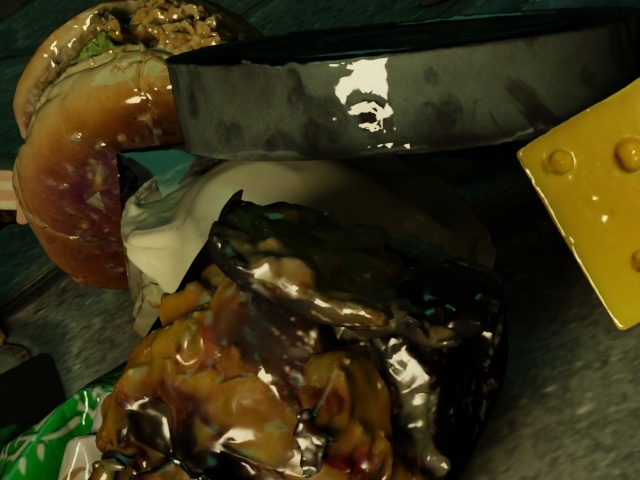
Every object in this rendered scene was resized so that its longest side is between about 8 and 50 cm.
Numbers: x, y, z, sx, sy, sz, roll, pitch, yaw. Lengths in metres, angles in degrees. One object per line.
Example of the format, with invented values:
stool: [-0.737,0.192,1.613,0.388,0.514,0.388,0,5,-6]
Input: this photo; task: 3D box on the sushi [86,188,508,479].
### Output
sushi: [-0.021,0.086,1.012,0.213,0.204,0.200,21,11,18]

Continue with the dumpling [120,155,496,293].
dumpling: [0.000,0.000,1.221,0.258,0.147,0.193,20,42,28]

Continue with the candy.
candy: [-0.140,0.125,1.215,0.203,0.078,0.141,-22,1,-8]

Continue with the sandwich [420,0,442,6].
sandwich: [0.165,-0.321,1.981,0.162,0.058,0.193,-11,27,42]

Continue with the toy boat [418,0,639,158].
toy boat: [0.176,-0.138,1.460,0.330,0.123,0.215,-30,7,31]

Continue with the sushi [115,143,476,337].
sushi: [-0.016,0.001,1.348,0.272,0.134,0.109,-8,37,4]

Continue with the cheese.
cheese: [0.195,-0.026,1.157,0.093,0.126,0.171,-31,-1,11]

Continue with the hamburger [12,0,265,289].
hamburger: [-0.115,-0.076,1.454,0.286,0.243,0.146,-53,31,37]

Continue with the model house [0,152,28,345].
model house: [-0.399,0.033,1.638,0.326,0.244,0.169,2,11,-21]

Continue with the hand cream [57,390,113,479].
hand cream: [-0.145,0.193,1.064,0.084,0.050,0.257,-14,41,25]

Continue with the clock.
clock: [0.058,-0.107,1.220,0.318,0.066,0.319,-5,10,1]

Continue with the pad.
pad: [-0.272,0.164,1.412,0.181,0.004,0.267,-30,18,-4]
